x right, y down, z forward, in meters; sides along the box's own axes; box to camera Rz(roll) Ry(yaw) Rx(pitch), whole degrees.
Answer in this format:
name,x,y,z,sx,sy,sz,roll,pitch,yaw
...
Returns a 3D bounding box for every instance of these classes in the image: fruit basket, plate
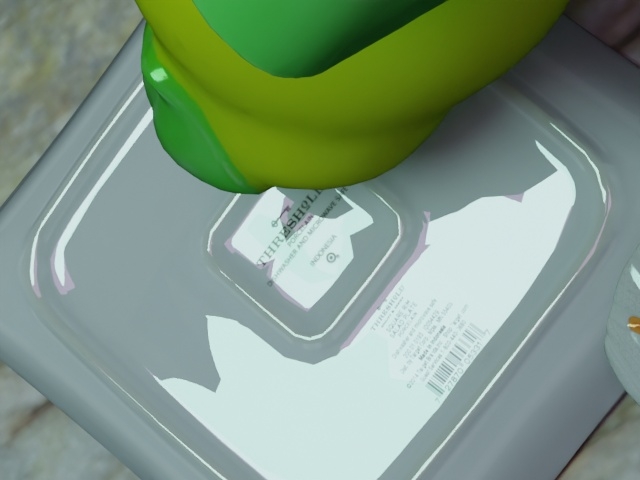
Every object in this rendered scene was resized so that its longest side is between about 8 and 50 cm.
name,x,y,z,sx,sy,sz,roll,pitch,yaw
fruit basket,0.023,-0.185,0.630,0.392,0.392,0.283,-30,93,14
plate,0.000,0.000,0.795,0.278,0.045,0.277,40,98,17

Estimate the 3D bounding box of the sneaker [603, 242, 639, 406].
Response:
name,x,y,z,sx,sy,sz,roll,pitch,yaw
sneaker,0.201,-0.006,0.709,0.215,0.083,0.084,-38,75,17
